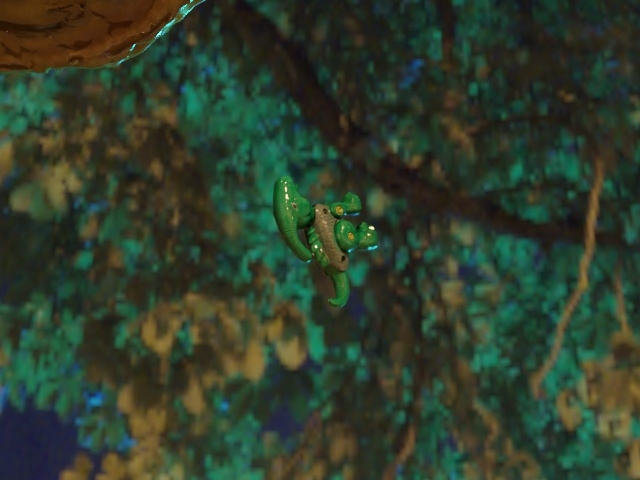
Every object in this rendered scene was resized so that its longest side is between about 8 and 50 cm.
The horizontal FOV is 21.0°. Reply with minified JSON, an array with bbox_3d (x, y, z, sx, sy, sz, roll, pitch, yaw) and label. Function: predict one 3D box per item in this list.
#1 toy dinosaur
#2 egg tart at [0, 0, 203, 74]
[{"bbox_3d":[0.000,0.000,1.622,0.059,0.132,0.096,-25,-10,40],"label":"toy dinosaur"},{"bbox_3d":[-0.165,-0.233,0.830,0.341,0.129,0.341,6,-72,19],"label":"egg tart"}]
